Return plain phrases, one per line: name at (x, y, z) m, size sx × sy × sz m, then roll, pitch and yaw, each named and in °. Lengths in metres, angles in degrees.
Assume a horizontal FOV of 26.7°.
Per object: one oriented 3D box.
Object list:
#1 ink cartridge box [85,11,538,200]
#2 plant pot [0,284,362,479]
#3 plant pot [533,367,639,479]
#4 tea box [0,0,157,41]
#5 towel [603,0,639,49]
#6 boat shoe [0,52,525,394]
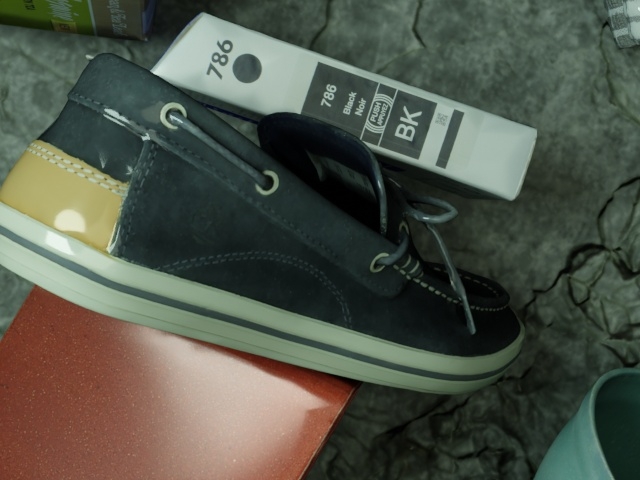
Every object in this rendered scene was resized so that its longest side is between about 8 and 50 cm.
ink cartridge box at (-0.011, -0.110, 1.051) m, size 0.333 × 0.165 × 0.065 m, roll 17°, pitch 91°, yaw -8°
plant pot at (-0.134, 0.156, 1.023) m, size 0.236 × 0.267 × 0.267 m, roll 32°, pitch 91°, yaw 5°
plant pot at (0.269, 0.275, 1.068) m, size 0.293 × 0.293 × 0.196 m, roll 34°, pitch 116°, yaw -7°
tea box at (-0.259, -0.341, 0.957) m, size 0.324 × 0.220 × 0.329 m, roll 7°, pitch 83°, yaw -5°
towel at (0.359, -0.293, 1.101) m, size 0.284 × 0.121 × 0.235 m, roll -11°, pitch 93°, yaw -3°
boat shoe at (0.000, 0.000, 0.943) m, size 0.500 × 0.187 × 0.156 m, roll 19°, pitch 93°, yaw -48°
